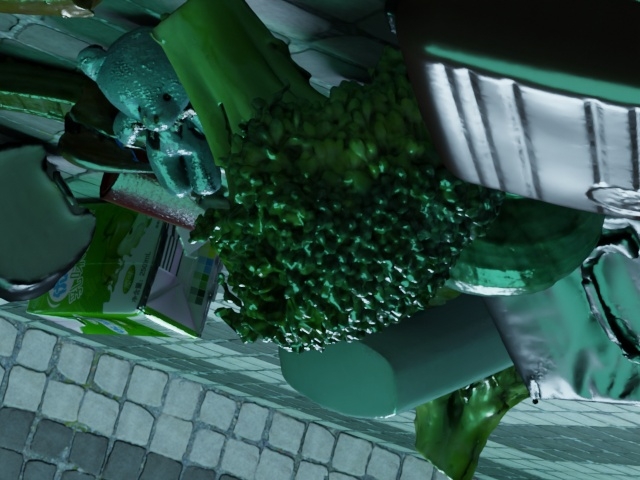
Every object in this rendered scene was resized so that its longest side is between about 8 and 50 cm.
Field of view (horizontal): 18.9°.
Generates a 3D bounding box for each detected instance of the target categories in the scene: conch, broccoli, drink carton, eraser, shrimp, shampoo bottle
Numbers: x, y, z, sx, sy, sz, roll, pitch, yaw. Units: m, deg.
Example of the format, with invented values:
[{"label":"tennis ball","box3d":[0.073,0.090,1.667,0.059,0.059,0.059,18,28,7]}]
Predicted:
[{"label":"conch","box3d":[0.160,-0.026,1.687,0.122,0.176,0.188,29,123,-34]},{"label":"broccoli","box3d":[0.024,-0.073,1.535,0.249,0.302,0.375,-10,-171,17]},{"label":"broccoli","box3d":[0.163,0.170,2.343,0.288,0.245,0.248,30,171,-37]},{"label":"drink carton","box3d":[-0.249,0.033,2.466,0.108,0.161,0.271,26,162,-39]},{"label":"eraser","box3d":[0.122,0.099,2.066,0.290,0.104,0.189,-19,-156,-37]},{"label":"shrimp","box3d":[-0.044,-0.042,1.878,0.446,0.110,0.221,24,136,-20]},{"label":"shampoo bottle","box3d":[-0.103,-0.043,2.103,0.260,0.064,0.102,20,130,-18]}]

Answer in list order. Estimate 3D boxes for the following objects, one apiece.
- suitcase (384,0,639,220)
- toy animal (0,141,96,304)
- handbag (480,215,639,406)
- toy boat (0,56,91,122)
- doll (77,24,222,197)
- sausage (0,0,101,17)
[{"label":"suitcase","box3d":[0.175,-0.123,1.188,0.236,0.161,0.297,13,167,13]},{"label":"toy animal","box3d":[-0.400,-0.022,2.338,0.212,0.212,0.267,21,171,-25]},{"label":"handbag","box3d":[0.260,0.046,1.820,0.244,0.088,0.275,2,131,40]},{"label":"toy boat","box3d":[-0.241,-0.132,1.944,0.293,0.055,0.093,15,169,2]},{"label":"doll","box3d":[-0.139,-0.107,1.712,0.120,0.075,0.180,-10,118,9]},{"label":"sausage","box3d":[-0.285,-0.233,1.439,0.270,0.109,0.109,16,168,11]}]
